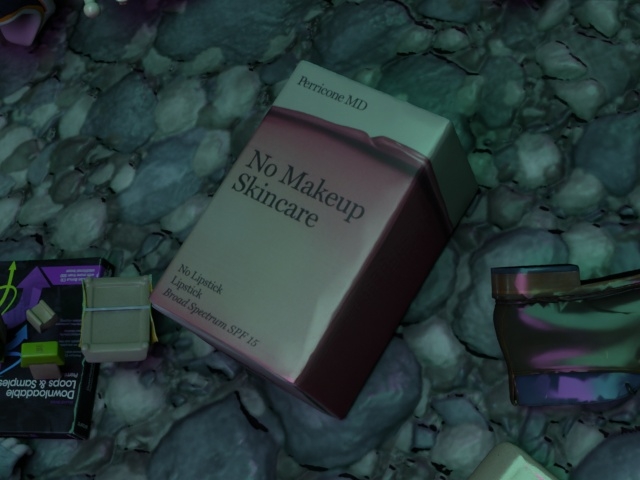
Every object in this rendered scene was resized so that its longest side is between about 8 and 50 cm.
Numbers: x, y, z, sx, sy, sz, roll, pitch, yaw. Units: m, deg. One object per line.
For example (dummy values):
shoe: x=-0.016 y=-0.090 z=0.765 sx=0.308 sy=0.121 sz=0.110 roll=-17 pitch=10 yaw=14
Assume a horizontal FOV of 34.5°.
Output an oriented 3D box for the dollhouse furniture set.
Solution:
dollhouse furniture set: x=-0.215 y=0.078 z=0.886 sx=0.151 sy=0.059 sz=0.076 roll=-2 pitch=59 yaw=-6

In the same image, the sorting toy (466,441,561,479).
sorting toy: x=0.146 y=0.272 z=0.711 sx=0.208 sy=0.038 sz=0.193 roll=37 pitch=83 yaw=27

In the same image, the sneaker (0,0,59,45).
sneaker: x=-0.355 y=-0.266 z=0.943 sx=0.126 sy=0.321 sz=0.128 roll=18 pitch=93 yaw=31

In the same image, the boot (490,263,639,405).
boot: x=0.237 y=0.070 z=0.760 sx=0.219 sy=0.082 sz=0.106 roll=0 pitch=90 yaw=14

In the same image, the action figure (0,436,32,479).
action figure: x=-0.373 y=0.245 z=0.762 sx=0.370 sy=0.276 sz=0.248 roll=-8 pitch=64 yaw=18

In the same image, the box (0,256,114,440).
box: x=-0.252 y=0.095 z=0.919 sx=0.116 sy=0.029 sz=0.162 roll=-3 pitch=69 yaw=17

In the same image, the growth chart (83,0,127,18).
growth chart: x=-0.145 y=-0.318 z=1.026 sx=0.237 sy=0.021 sz=0.172 roll=-21 pitch=66 yaw=-12

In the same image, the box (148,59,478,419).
box: x=0.000 y=0.000 z=0.821 sx=0.148 sy=0.127 sz=0.232 roll=26 pitch=79 yaw=26
